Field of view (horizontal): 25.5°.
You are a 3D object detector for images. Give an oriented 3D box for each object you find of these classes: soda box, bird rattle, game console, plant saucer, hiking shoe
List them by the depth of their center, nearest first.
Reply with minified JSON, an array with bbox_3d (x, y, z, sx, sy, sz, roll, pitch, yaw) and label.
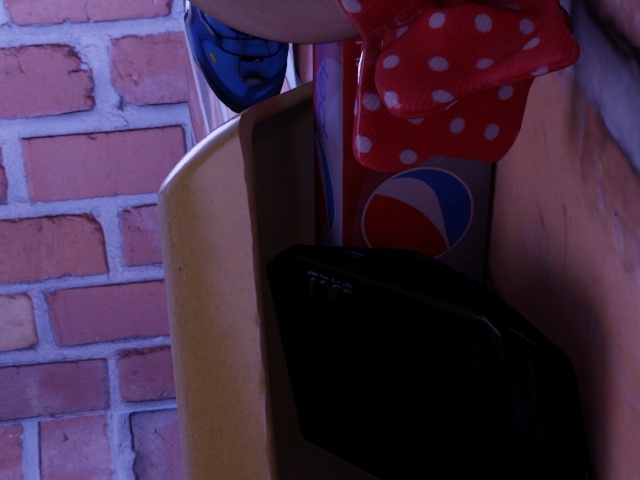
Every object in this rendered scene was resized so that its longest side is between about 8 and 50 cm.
[{"bbox_3d":[0.017,-0.159,0.631,0.143,0.207,0.253,-37,-48,-79],"label":"bird rattle"},{"bbox_3d":[0.071,0.175,0.764,0.213,0.044,0.361,16,124,55],"label":"game console"},{"bbox_3d":[0.045,-0.072,0.798,0.083,0.092,0.263,-110,16,-54],"label":"soda box"},{"bbox_3d":[-0.025,0.055,0.969,0.333,0.081,0.332,-41,-51,-71],"label":"plant saucer"},{"bbox_3d":[-0.078,-0.253,1.407,0.132,0.113,0.304,-109,15,-58],"label":"hiking shoe"}]
